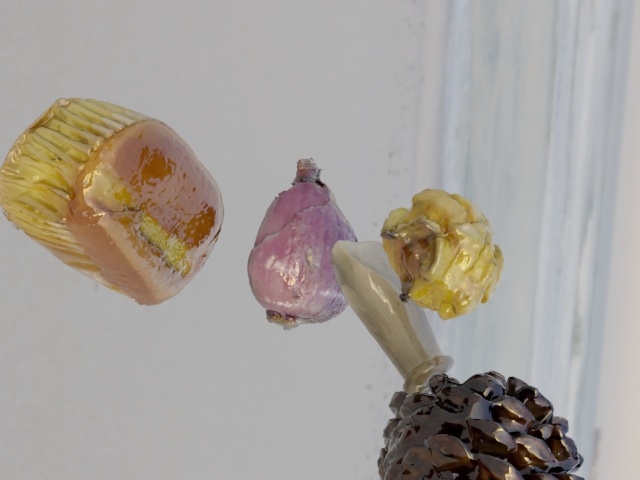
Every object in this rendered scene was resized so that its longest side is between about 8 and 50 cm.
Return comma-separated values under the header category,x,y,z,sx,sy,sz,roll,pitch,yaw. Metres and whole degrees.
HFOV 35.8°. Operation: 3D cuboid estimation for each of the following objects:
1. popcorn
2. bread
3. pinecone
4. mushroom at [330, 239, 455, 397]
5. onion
category,x,y,z,sx,sy,sz,roll,pitch,yaw
popcorn,0.145,0.014,1.212,0.152,0.167,0.148,-10,128,-34
bread,-0.235,-0.041,1.201,0.204,0.156,0.288,-52,149,-14
pinecone,0.185,0.293,1.149,0.298,0.242,0.295,104,-3,-54
mushroom,0.102,0.105,1.395,0.247,0.096,0.108,60,-14,19
onion,0.000,0.000,1.900,0.267,0.159,0.348,34,65,-64
